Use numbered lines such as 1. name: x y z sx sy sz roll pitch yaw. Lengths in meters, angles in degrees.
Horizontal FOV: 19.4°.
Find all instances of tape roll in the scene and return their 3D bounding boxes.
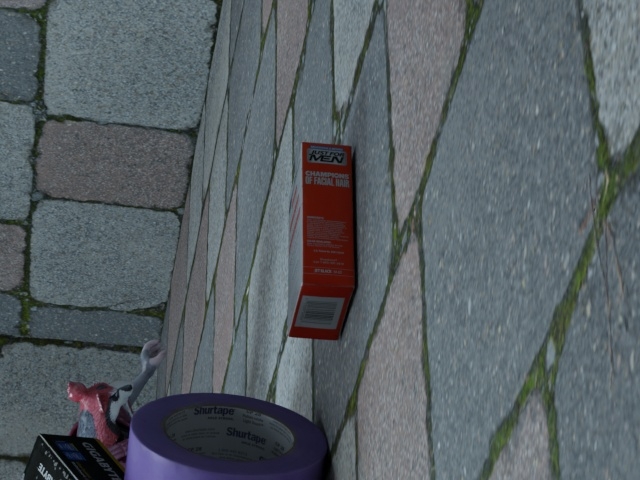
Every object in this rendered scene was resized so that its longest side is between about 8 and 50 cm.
1. tape roll: -0.091 0.217 1.783 0.189 0.189 0.080 -109 26 -71

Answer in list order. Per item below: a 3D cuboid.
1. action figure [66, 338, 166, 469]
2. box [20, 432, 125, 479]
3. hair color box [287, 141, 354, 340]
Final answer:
1. action figure: -0.247 0.309 2.382 0.370 0.275 0.248 60 176 -36
2. box: -0.218 0.372 1.795 0.322 0.079 0.257 38 112 48
3. hair color box: 0.000 0.000 1.779 0.093 0.053 0.167 105 167 -53
